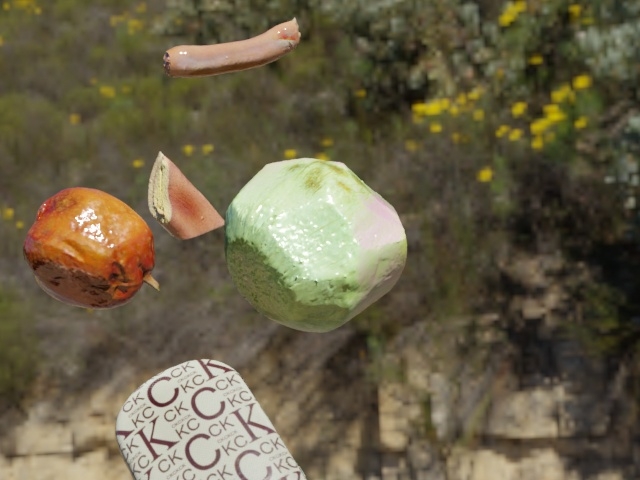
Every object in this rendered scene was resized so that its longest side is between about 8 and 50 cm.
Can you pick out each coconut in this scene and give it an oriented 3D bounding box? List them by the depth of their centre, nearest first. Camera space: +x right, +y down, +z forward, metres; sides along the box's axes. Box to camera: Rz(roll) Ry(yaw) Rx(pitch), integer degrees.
[{"bbox_3d":[0.000,0.000,1.758,0.236,0.205,0.236,-8,31,5],"label":"coconut"}]

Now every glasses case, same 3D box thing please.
[{"bbox_3d":[-0.065,0.256,1.244,0.137,0.355,0.085,-28,-32,-10],"label":"glasses case"}]

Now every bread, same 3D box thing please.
[{"bbox_3d":[-0.257,-0.058,2.560,0.067,0.119,0.192,-11,-51,38],"label":"bread"}]

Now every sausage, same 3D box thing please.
[{"bbox_3d":[-0.103,-0.223,1.663,0.176,0.047,0.040,-15,-5,-24],"label":"sausage"}]

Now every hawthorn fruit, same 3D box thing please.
[{"bbox_3d":[-0.314,0.009,1.933,0.179,0.173,0.173,-5,-3,27],"label":"hawthorn fruit"}]
